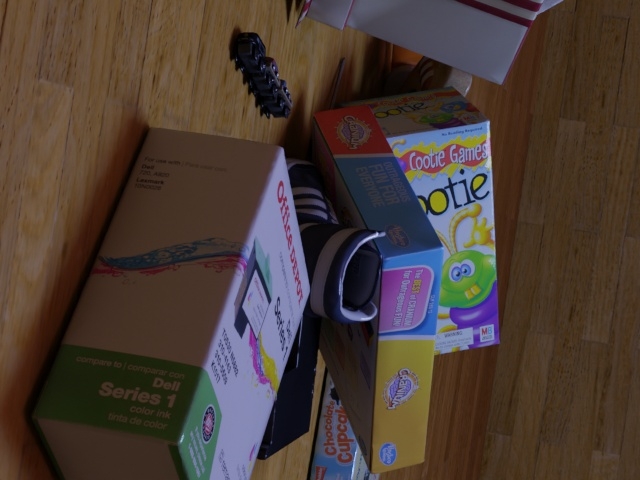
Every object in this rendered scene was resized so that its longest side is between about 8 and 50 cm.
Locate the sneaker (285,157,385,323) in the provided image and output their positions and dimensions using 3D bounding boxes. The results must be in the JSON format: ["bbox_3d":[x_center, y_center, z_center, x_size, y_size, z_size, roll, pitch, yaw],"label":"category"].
[{"bbox_3d":[0.000,0.000,1.536,0.282,0.153,0.099,-52,148,-64],"label":"sneaker"}]

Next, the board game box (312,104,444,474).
[{"bbox_3d":[0.052,0.054,1.688,0.242,0.064,0.316,-114,-162,-45],"label":"board game box"}]

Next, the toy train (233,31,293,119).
[{"bbox_3d":[-0.053,-0.156,1.499,0.158,0.027,0.036,60,30,-68],"label":"toy train"}]

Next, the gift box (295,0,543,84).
[{"bbox_3d":[0.114,-0.322,1.621,0.255,0.258,0.276,-69,-179,-48],"label":"gift box"}]

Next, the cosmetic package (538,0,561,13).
[{"bbox_3d":[0.194,-0.404,1.824,0.296,0.129,0.153,57,26,-12],"label":"cosmetic package"}]

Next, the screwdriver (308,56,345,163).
[{"bbox_3d":[0.013,-0.144,1.786,0.025,0.024,0.170,50,40,-32],"label":"screwdriver"}]

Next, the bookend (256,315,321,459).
[{"bbox_3d":[-0.056,0.120,1.552,0.157,0.072,0.156,-16,113,-74],"label":"bookend"}]

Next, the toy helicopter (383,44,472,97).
[{"bbox_3d":[0.151,-0.224,2.002,0.355,0.140,0.235,-65,-167,2],"label":"toy helicopter"}]

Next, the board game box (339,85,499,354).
[{"bbox_3d":[0.115,-0.019,1.835,0.142,0.144,0.275,-122,-156,-65],"label":"board game box"}]

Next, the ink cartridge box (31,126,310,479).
[{"bbox_3d":[-0.104,0.081,1.237,0.201,0.117,0.278,80,22,-52],"label":"ink cartridge box"}]

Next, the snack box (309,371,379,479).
[{"bbox_3d":[0.053,0.185,2.063,0.187,0.060,0.322,27,72,-75],"label":"snack box"}]
